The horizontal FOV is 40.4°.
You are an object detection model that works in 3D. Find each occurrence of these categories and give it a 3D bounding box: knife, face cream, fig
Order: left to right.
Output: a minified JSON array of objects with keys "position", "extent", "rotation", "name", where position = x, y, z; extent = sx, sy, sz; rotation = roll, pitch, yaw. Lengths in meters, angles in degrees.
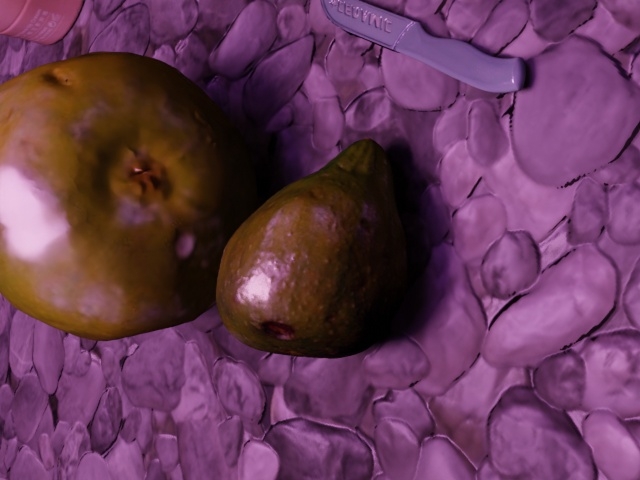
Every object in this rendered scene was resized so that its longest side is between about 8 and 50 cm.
[{"position":[-0.337,-0.302,0.964],"extent":[0.149,0.104,0.149],"rotation":[-7,81,45],"name":"face cream"},{"position":[-0.199,-0.034,0.704],"extent":[0.314,0.233,0.233],"rotation":[1,86,40],"name":"fig"},{"position":[0.000,0.000,0.579],"extent":[0.123,0.123,0.156],"rotation":[-3,71,45],"name":"fig"},{"position":[0.062,-0.140,0.603],"extent":[0.210,0.015,0.028],"rotation":[35,116,43],"name":"knife"}]
